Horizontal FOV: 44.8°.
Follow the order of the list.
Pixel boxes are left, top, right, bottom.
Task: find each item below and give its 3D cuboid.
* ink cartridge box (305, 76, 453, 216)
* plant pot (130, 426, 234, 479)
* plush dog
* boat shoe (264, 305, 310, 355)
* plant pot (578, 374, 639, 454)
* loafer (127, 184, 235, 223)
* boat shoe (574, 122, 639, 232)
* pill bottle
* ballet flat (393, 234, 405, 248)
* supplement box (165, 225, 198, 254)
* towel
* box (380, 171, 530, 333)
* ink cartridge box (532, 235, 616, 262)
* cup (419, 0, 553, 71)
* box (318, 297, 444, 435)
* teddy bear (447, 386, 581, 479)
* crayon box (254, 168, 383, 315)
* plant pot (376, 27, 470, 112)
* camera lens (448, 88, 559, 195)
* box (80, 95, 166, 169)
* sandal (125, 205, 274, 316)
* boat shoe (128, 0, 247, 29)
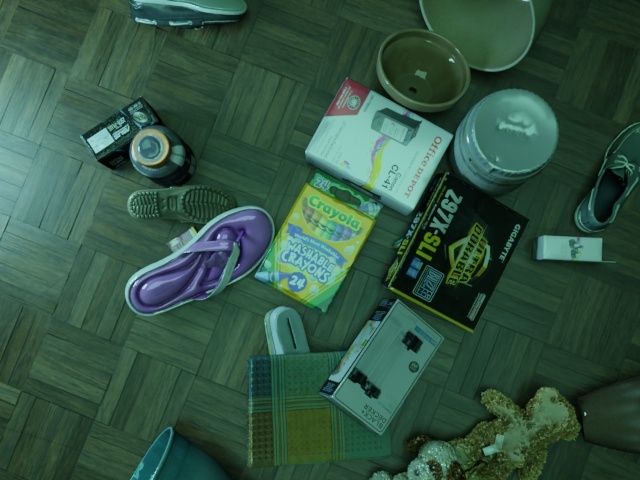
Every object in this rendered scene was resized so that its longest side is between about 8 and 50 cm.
[{"bbox_3d":[0.144,-0.232,1.948,0.306,0.131,0.226,28,87,3],"label":"ink cartridge box"},{"bbox_3d":[-0.317,0.626,1.842,0.255,0.271,0.271,33,87,-11],"label":"plant pot"},{"bbox_3d":[0.270,0.593,1.868,0.211,0.262,0.225,15,100,-31],"label":"plush dog"},{"bbox_3d":[-0.070,0.310,1.934,0.109,0.094,0.302,-10,91,-24],"label":"boat shoe"},{"bbox_3d":[0.751,0.426,1.881,0.230,0.215,0.215,-8,86,15],"label":"plant pot"},{"bbox_3d":[-0.350,-0.096,1.965,0.268,0.092,0.102,3,98,-16],"label":"loafer"},{"bbox_3d":[0.756,-0.160,1.953,0.116,0.099,0.319,33,87,3],"label":"boat shoe"},{"bbox_3d":[-0.387,-0.206,1.892,0.130,0.245,0.130,0,87,0],"label":"pill bottle"},{"bbox_3d":[0.265,-0.014,1.972,0.168,0.057,0.052,-32,96,-1],"label":"ballet flat"},{"bbox_3d":[-0.343,0.008,1.979,0.083,0.043,0.055,-31,88,-2],"label":"supplement box"},{"bbox_3d":[-0.001,0.406,1.889,0.370,0.040,0.271,1,86,-22],"label":"towel"},{"bbox_3d":[0.334,0.029,1.927,0.257,0.079,0.322,29,87,-12],"label":"box"},{"bbox_3d":[0.633,0.024,1.940,0.181,0.104,0.061,3,87,0],"label":"ink cartridge box"},{"bbox_3d":[0.442,-0.617,1.905,0.331,0.331,0.237,47,62,3],"label":"cup"},{"bbox_3d":[0.151,0.304,1.885,0.169,0.087,0.290,41,75,-14],"label":"box"},{"bbox_3d":[0.469,0.489,1.924,0.245,0.113,0.338,37,95,10],"label":"teddy bear"},{"bbox_3d":[0.000,0.000,1.958,0.203,0.083,0.323,28,87,2],"label":"crayon box"},{"bbox_3d":[0.247,-0.406,1.950,0.237,0.110,0.237,4,65,-10],"label":"plant pot"},{"bbox_3d":[0.435,-0.231,1.870,0.219,0.274,0.219,0,84,0],"label":"camera lens"},{"bbox_3d":[-0.486,-0.265,1.946,0.180,0.147,0.077,-34,87,-2],"label":"box"},{"bbox_3d":[-0.286,0.071,1.924,0.416,0.102,0.169,-34,111,-2],"label":"sandal"},{"bbox_3d":[-0.340,-0.592,1.997,0.302,0.091,0.114,11,43,2],"label":"boat shoe"}]
